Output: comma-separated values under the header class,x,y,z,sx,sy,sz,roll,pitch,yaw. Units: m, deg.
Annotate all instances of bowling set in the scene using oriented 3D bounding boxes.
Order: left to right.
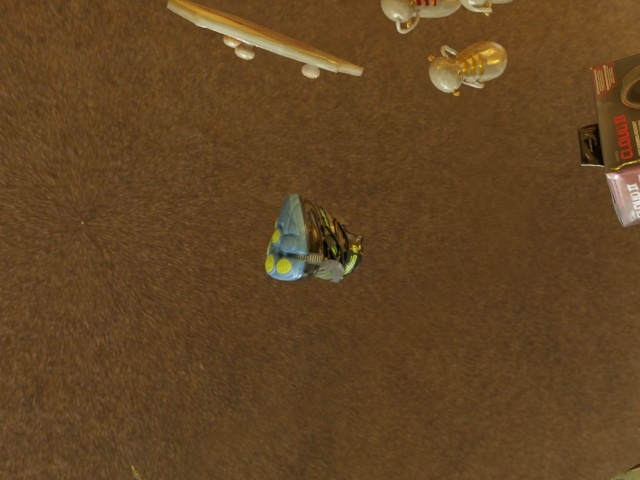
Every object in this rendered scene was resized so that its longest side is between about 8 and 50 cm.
class,x,y,z,sx,sy,sz,roll,pitch,yaw
bowling set,0.170,-0.355,0.963,0.154,0.200,0.287,-27,75,-43

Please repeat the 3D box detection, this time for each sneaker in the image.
class,x,y,z,sx,sy,sz,roll,pitch,yaw
sneaker,0.000,0.000,0.635,0.078,0.188,0.067,19,96,3

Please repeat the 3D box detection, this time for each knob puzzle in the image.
class,x,y,z,sx,sy,sz,roll,pitch,yaw
knob puzzle,-0.069,-0.194,0.732,0.213,0.213,0.030,17,107,-17

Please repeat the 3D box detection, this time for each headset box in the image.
class,x,y,z,sx,sy,sz,roll,pitch,yaw
headset box,0.479,-0.151,0.947,0.110,0.293,0.218,53,35,-38

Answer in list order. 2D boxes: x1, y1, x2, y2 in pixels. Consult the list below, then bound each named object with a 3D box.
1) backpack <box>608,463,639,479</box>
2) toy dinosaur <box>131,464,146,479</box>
class,x,y,z,sx,sy,sz,roll,pitch,yaw
backpack,0.273,0.223,0.522,0.117,0.173,0.158,-29,62,21
toy dinosaur,-0.239,0.470,1.120,0.064,0.268,0.118,-17,127,-11
